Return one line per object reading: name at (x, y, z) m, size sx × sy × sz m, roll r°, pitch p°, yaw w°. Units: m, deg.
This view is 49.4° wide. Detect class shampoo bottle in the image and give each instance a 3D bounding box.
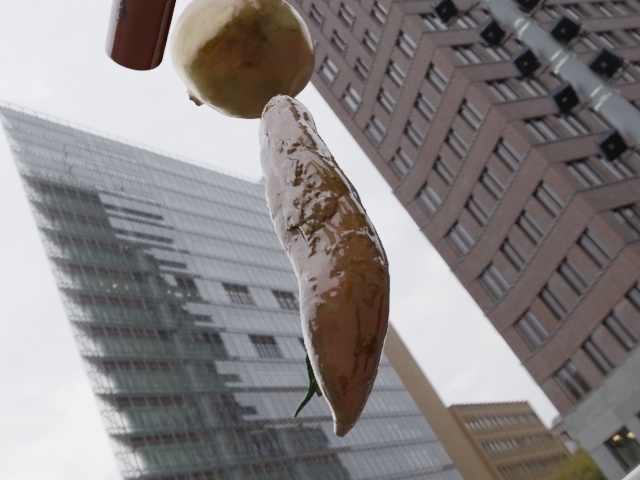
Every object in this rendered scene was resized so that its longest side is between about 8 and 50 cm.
shampoo bottle at (-0.222, -0.337, 0.891) m, size 0.085 × 0.085 × 0.244 m, roll -9°, pitch -37°, yaw -32°

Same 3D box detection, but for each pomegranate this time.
pomegranate at (-0.127, -0.310, 1.129) m, size 0.233 × 0.233 × 0.233 m, roll -22°, pitch -34°, yaw -16°

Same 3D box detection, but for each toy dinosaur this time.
toy dinosaur at (-0.001, 0.142, 0.772) m, size 0.120 × 0.029 × 0.060 m, roll -46°, pitch -64°, yaw -27°

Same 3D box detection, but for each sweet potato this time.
sweet potato at (0.008, -0.003, 0.658) m, size 0.095 × 0.355 × 0.106 m, roll 1°, pitch -24°, yaw -34°

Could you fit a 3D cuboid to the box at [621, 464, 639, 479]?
box at (0.271, 0.143, 0.337) m, size 0.062 × 0.175 × 0.260 m, roll 3°, pitch -50°, yaw -45°
